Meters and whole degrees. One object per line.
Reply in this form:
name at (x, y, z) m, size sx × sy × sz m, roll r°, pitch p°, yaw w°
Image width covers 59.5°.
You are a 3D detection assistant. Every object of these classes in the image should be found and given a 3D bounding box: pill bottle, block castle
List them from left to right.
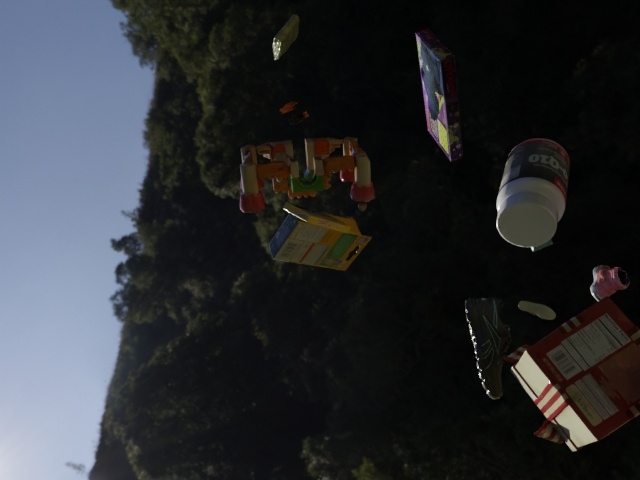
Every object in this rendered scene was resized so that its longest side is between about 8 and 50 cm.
block castle at (-0.058, -0.213, 1.947) m, size 0.303 × 0.454 × 0.212 m, roll -108°, pitch 13°, yaw -64°
pill bottle at (0.538, -0.123, 1.421) m, size 0.161 × 0.161 × 0.283 m, roll 99°, pitch -165°, yaw -44°

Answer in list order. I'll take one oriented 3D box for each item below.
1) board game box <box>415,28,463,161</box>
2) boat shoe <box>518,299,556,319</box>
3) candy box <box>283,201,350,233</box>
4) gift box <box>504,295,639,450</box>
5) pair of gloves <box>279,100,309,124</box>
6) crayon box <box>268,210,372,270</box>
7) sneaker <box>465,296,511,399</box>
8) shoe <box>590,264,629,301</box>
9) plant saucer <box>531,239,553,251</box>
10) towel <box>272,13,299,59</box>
board game box at (0.361, -0.435, 1.695) m, size 0.208 × 0.056 × 0.346 m, roll -114°, pitch 4°, yaw -47°
boat shoe at (0.786, 0.249, 2.024) m, size 0.042 × 0.133 × 0.048 m, roll 2°, pitch -77°, yaw -54°
candy box at (-0.007, -0.066, 1.659) m, size 0.206 × 0.105 × 0.027 m, roll 13°, pitch -75°, yaw -53°
gift box at (0.572, 0.305, 1.247) m, size 0.276 × 0.255 × 0.258 m, roll -28°, pitch -27°, yaw -1°
pair of gloves at (-0.086, -0.422, 1.851) m, size 0.074 × 0.083 × 0.010 m, roll -35°, pitch -12°, yaw -16°
crayon box at (0.000, 0.000, 2.060) m, size 0.203 × 0.323 × 0.083 m, roll -54°, pitch 40°, yaw 34°
sneaker at (0.451, 0.276, 1.463) m, size 0.101 × 0.106 × 0.267 m, roll 40°, pitch -140°, yaw -72°
shoe at (0.778, 0.100, 1.493) m, size 0.081 × 0.063 × 0.178 m, roll -40°, pitch -4°, yaw 37°
plant saucer at (0.671, -0.061, 1.796) m, size 0.018 × 0.067 × 0.192 m, roll 35°, pitch -148°, yaw -63°
towel at (-0.100, -0.597, 1.651) m, size 0.110 × 0.027 × 0.148 m, roll -53°, pitch 1°, yaw -6°
